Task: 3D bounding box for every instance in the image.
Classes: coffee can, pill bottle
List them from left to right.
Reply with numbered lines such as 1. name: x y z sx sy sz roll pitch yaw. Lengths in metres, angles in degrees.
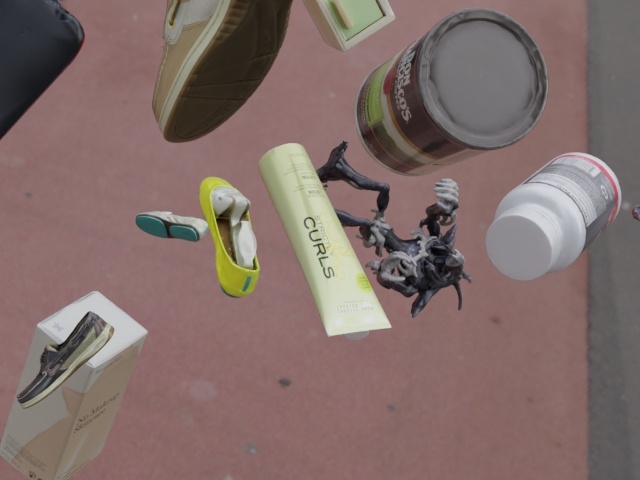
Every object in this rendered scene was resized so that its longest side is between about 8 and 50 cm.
1. coffee can: 0.188 -0.214 1.548 0.202 0.201 0.275 10 -8 -16
2. pill bottle: 0.437 -0.042 1.939 0.176 0.176 0.318 34 37 19

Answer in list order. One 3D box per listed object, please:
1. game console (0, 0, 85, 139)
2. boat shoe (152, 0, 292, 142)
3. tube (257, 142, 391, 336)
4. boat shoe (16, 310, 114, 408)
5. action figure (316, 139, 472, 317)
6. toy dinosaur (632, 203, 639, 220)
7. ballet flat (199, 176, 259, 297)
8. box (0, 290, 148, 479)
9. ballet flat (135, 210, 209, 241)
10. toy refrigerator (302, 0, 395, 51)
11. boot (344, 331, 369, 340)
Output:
1. game console: -0.502 -0.230 1.097 0.386 0.342 0.060 43 12 -13
2. boat shoe: -0.041 -0.102 0.433 0.050 0.135 0.045 -13 53 -49
3. tube: 0.000 0.000 1.156 0.070 0.062 0.240 -23 66 -2
4. boat shoe: -0.335 0.151 1.312 0.049 0.152 0.056 49 -9 -15
5. action figure: 0.111 -0.006 1.369 0.276 0.141 0.164 33 68 -12
6. toy dinosaur: 0.574 -0.055 1.732 0.082 0.047 0.090 -2 11 43
7. ballet flat: -0.131 -0.022 1.557 0.077 0.077 0.230 4 53 -26
8. box: -0.411 0.251 1.683 0.121 0.311 0.148 35 35 14
9. ballet flat: -0.302 -0.032 2.100 0.168 0.057 0.052 14 40 26
10. toy refrigerator: 0.003 -0.432 1.558 0.102 0.269 0.094 -34 27 -6
11. boot: 0.055 0.108 1.919 0.069 0.190 0.086 -7 56 -3
